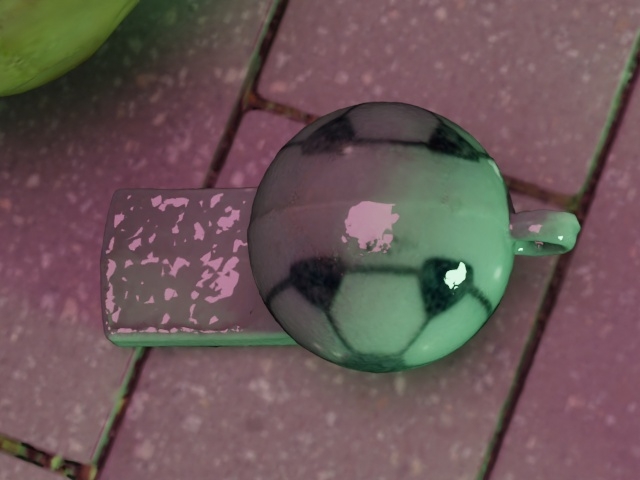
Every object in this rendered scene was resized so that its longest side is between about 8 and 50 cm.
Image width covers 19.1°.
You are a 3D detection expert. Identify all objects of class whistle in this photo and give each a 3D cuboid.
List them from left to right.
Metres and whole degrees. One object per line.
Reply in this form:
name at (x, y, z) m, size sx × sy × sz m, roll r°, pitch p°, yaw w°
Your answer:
whistle at (0.000, 0.000, 1.063) m, size 0.290 × 0.163 × 0.163 m, roll -2°, pitch 76°, yaw 12°

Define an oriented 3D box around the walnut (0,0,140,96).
walnut at (-0.222, -0.242, 1.085) m, size 0.381 × 0.381 × 0.381 m, roll -3°, pitch 76°, yaw 12°
